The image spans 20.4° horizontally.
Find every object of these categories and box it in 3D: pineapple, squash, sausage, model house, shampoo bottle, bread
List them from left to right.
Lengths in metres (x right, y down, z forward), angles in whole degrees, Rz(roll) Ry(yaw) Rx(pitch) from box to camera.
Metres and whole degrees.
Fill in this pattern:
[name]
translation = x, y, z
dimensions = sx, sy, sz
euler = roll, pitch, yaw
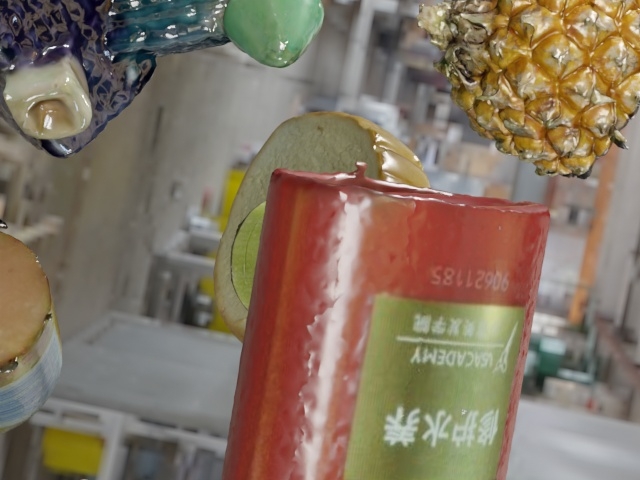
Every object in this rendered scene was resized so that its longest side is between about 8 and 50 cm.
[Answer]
[sausage]
translation = -0.266, 0.081, 1.411
dimensions = 0.317, 0.117, 0.125
euler = 111, -33, -73
[model house]
translation = -0.144, -0.211, 1.290
dimensions = 0.243, 0.298, 0.284
euler = 61, 23, -51
[bread]
translation = 0.000, 0.000, 1.512
dimensions = 0.236, 0.070, 0.236
euler = -32, -134, 39
[squash]
translation = 0.015, 0.016, 1.122
dimensions = 0.224, 0.094, 0.094
euler = -176, -82, -70
[shampoo bottle]
translation = 0.009, 0.131, 0.641
dimensions = 0.118, 0.076, 0.314
euler = 5, 96, -46
[pineapple]
translation = 0.124, -0.129, 1.171
dimensions = 0.176, 0.137, 0.161
euler = -128, -129, -69

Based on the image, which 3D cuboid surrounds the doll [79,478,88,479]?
[doll]
translation = -0.088, 0.232, 1.085
dimensions = 0.093, 0.211, 0.262
euler = -55, -173, -32
